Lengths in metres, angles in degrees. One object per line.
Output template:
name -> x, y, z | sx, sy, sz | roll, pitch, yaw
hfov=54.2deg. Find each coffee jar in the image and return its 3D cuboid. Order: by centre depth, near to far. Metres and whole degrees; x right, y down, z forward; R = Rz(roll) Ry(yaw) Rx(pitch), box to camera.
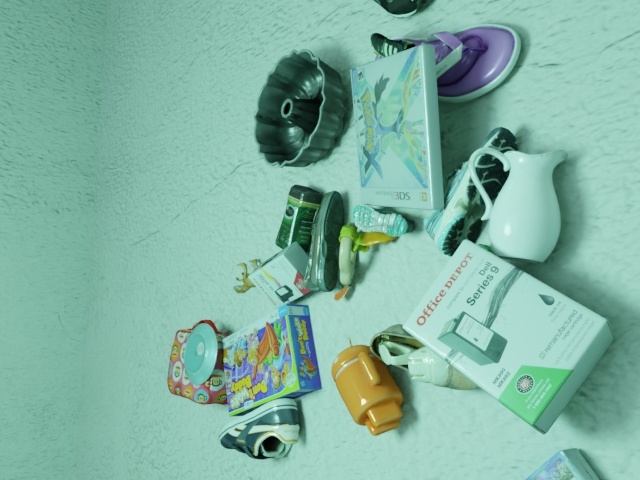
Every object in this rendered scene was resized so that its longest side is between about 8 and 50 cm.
coffee jar -> -0.060, -0.060, 1.738 | 0.096, 0.079, 0.184 | 29, 107, 51

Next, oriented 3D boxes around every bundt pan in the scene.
bundt pan -> -0.047, -0.356, 1.743 | 0.331, 0.124, 0.330 | -11, 75, 50

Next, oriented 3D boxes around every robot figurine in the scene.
robot figurine -> 0.104, 0.332, 1.425 | 0.128, 0.158, 0.219 | -40, 52, 13

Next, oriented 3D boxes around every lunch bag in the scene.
lunch bag -> -0.383, 0.384, 2.018 | 0.293, 0.120, 0.258 | 0, 83, 51

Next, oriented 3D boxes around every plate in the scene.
plate -> -0.378, 0.347, 1.922 | 0.188, 0.024, 0.188 | -19, 64, 45

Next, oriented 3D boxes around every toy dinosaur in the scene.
toy dinosaur -> -0.203, 0.115, 1.910 | 0.211, 0.064, 0.112 | -21, 85, 57

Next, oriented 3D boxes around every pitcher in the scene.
pitcher -> 0.357, -0.069, 1.164 | 0.178, 0.125, 0.207 | 8, 86, 11

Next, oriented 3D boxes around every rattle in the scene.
rattle -> 0.108, 0.059, 1.549 | 0.130, 0.143, 0.199 | -105, 16, -75

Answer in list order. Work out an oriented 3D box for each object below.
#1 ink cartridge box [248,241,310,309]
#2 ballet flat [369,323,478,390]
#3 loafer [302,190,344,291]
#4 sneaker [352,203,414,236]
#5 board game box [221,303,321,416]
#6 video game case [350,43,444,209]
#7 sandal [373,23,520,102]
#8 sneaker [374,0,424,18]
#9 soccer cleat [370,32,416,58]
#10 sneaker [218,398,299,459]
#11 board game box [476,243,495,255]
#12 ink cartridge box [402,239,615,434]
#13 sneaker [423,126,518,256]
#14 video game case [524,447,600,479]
ink cartridge box -> -0.095, 0.100, 1.709 | 0.127, 0.072, 0.175 | 50, 134, -8
ballet flat -> 0.207, 0.247, 1.291 | 0.316, 0.106, 0.107 | 3, 98, 62
loafer -> 0.000, 0.000, 1.616 | 0.084, 0.096, 0.267 | -3, 74, 32
sneaker -> 0.150, -0.044, 1.475 | 0.167, 0.076, 0.064 | 22, 104, 40
board game box -> -0.150, 0.346, 1.772 | 0.347, 0.078, 0.233 | -33, 59, 43
video game case -> 0.161, -0.236, 1.375 | 0.300, 0.036, 0.328 | 11, 108, 64
sandal -> 0.249, -0.400, 1.404 | 0.416, 0.102, 0.169 | 12, 93, 51
sneaker -> 0.138, -0.630, 1.536 | 0.283, 0.124, 0.107 | 44, 118, 45
soccer cleat -> 0.174, -0.423, 1.399 | 0.179, 0.060, 0.072 | 57, 136, 32
sneaker -> -0.177, 0.549, 1.730 | 0.321, 0.126, 0.127 | -39, 51, 39
board game box -> 0.310, 0.125, 1.282 | 0.201, 0.035, 0.136 | -57, 45, 28
ink cartridge box -> 0.323, 0.162, 1.106 | 0.289, 0.121, 0.211 | 35, 88, 38
sneaker -> 0.294, -0.114, 1.293 | 0.122, 0.110, 0.283 | 50, 120, 47
video game case -> 0.410, 0.534, 1.061 | 0.269, 0.061, 0.244 | -55, 47, 28
